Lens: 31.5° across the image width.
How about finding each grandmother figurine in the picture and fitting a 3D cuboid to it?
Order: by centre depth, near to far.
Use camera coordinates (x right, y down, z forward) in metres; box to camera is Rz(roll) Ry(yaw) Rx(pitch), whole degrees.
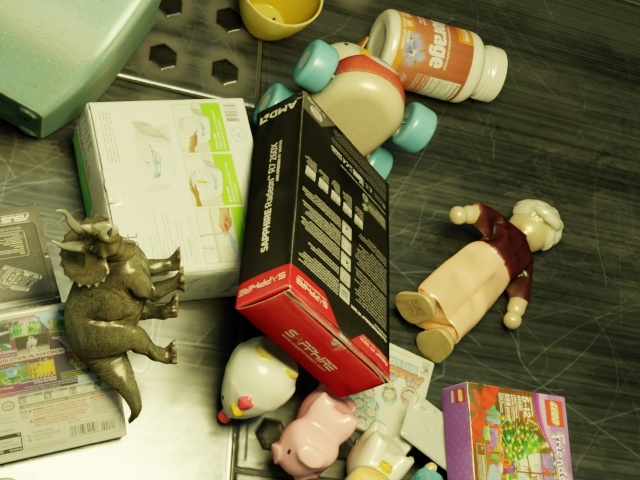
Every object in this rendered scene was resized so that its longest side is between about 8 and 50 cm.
[{"bbox_3d":[0.259,0.034,1.754,0.342,0.104,0.208,-35,111,-35],"label":"grandmother figurine"}]

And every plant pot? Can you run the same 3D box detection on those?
[{"bbox_3d":[-0.382,-0.287,1.545,0.247,0.248,0.252,28,76,-9],"label":"plant pot"},{"bbox_3d":[-0.074,-0.370,1.793,0.134,0.095,0.134,9,63,-19],"label":"plant pot"}]

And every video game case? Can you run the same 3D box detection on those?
[{"bbox_3d":[-0.352,0.175,1.421,0.201,0.023,0.184,-9,93,-26],"label":"video game case"},{"bbox_3d":[0.078,0.210,1.632,0.157,0.019,0.143,25,59,-11],"label":"video game case"}]

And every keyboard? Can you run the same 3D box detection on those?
[{"bbox_3d":[0.211,0.314,1.605,0.256,0.014,0.072,39,53,-20],"label":"keyboard"}]

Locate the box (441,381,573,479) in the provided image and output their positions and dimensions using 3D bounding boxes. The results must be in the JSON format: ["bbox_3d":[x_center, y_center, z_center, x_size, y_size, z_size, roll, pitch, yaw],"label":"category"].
[{"bbox_3d":[0.269,0.355,1.586,0.200,0.057,0.293,13,65,-35],"label":"box"}]

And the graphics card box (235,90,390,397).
[{"bbox_3d":[0.000,0.000,1.544,0.233,0.094,0.371,44,35,-37],"label":"graphics card box"}]

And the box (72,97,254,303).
[{"bbox_3d":[-0.202,-0.055,1.571,0.231,0.127,0.262,-6,70,-25],"label":"box"}]

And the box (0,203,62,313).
[{"bbox_3d":[-0.456,0.059,1.448,0.231,0.056,0.183,-11,73,-27],"label":"box"}]

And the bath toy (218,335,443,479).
[{"bbox_3d":[0.003,0.276,1.514,0.348,0.151,0.129,40,102,-4],"label":"bath toy"}]

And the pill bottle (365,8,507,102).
[{"bbox_3d":[0.190,-0.295,1.858,0.216,0.121,0.121,11,63,-19],"label":"pill bottle"}]

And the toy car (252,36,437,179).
[{"bbox_3d":[0.045,-0.242,1.737,0.219,0.210,0.238,29,45,-21],"label":"toy car"}]

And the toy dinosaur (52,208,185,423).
[{"bbox_3d":[-0.253,0.081,1.403,0.160,0.314,0.121,3,34,-13],"label":"toy dinosaur"}]

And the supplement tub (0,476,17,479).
[{"bbox_3d":[-0.421,0.360,1.270,0.199,0.144,0.144,-13,72,-27],"label":"supplement tub"}]
